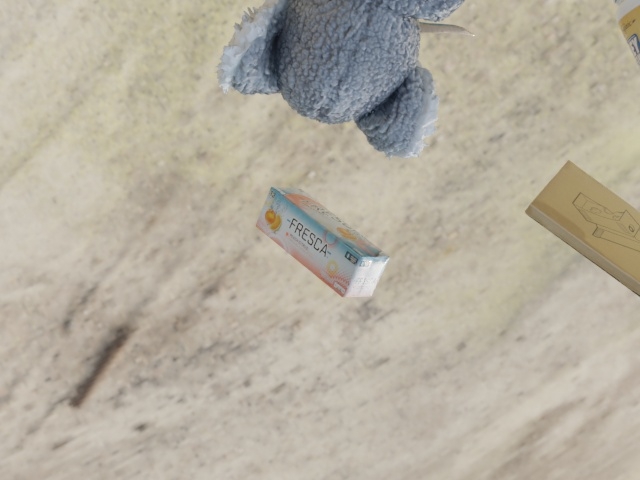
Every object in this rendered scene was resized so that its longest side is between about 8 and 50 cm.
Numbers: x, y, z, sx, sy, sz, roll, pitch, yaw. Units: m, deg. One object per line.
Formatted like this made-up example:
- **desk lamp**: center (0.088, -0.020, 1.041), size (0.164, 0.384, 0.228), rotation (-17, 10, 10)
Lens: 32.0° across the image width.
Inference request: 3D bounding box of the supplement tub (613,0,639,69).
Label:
- **supplement tub**: center (0.592, -0.363, 1.897), size (0.144, 0.200, 0.144), rotation (-23, 172, -4)

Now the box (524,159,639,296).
- **box**: center (0.385, -0.016, 1.498), size (0.164, 0.201, 0.021), rotation (-41, 165, -51)

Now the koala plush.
- **koala plush**: center (0.032, -0.180, 0.799), size (0.196, 0.203, 0.221), rotation (23, 104, -17)

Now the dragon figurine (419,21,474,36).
- **dragon figurine**: center (0.044, -0.271, 1.455), size (0.289, 0.144, 0.085), rotation (-20, 130, 14)

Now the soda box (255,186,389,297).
- **soda box**: center (0.000, 0.000, 1.426), size (0.058, 0.183, 0.063), rotation (0, 121, -48)
